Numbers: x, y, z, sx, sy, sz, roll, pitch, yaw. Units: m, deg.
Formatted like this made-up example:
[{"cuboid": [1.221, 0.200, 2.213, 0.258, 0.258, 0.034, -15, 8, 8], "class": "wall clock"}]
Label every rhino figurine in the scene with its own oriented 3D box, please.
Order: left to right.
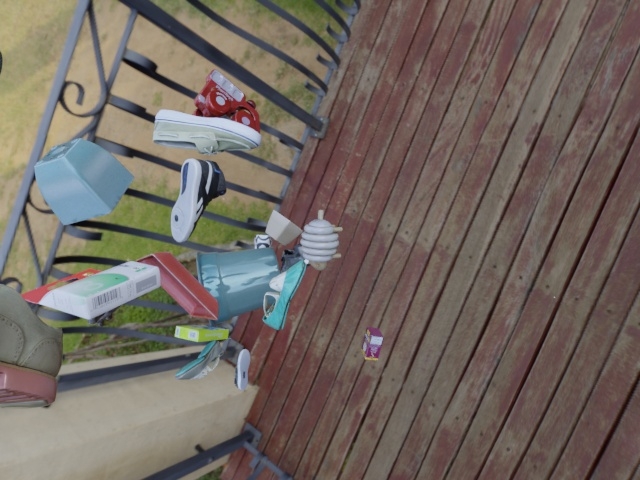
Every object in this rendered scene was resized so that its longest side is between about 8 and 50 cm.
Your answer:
[{"cuboid": [-0.590, 0.173, 1.144, 0.073, 0.243, 0.106, 35, 82, -14], "class": "rhino figurine"}]

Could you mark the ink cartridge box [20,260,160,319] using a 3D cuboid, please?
[{"cuboid": [-0.486, 0.086, 0.878, 0.224, 0.181, 0.056, 11, 110, 23], "class": "ink cartridge box"}]

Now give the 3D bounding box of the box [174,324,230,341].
[{"cuboid": [-0.411, 0.329, 1.485, 0.109, 0.178, 0.043, 3, 83, 28], "class": "box"}]

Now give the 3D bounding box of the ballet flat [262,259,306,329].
[{"cuboid": [-0.119, 0.160, 1.244, 0.087, 0.083, 0.247, 18, 113, -7], "class": "ballet flat"}]

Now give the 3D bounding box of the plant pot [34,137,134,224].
[{"cuboid": [-0.957, -0.252, 1.658, 0.247, 0.252, 0.248, -12, 41, 16], "class": "plant pot"}]

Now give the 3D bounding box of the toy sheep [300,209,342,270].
[{"cuboid": [0.000, 0.000, 0.890, 0.091, 0.091, 0.132, 5, 99, 30], "class": "toy sheep"}]

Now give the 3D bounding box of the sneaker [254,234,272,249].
[{"cuboid": [-0.292, 0.064, 2.102, 0.094, 0.235, 0.153, 7, 80, -12], "class": "sneaker"}]

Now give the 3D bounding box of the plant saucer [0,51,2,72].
[{"cuboid": [-0.782, -0.411, 0.990, 0.119, 0.021, 0.119, -43, 38, 47], "class": "plant saucer"}]

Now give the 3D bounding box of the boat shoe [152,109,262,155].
[{"cuboid": [-0.313, -0.281, 1.152, 0.302, 0.109, 0.094, 11, 83, 7], "class": "boat shoe"}]

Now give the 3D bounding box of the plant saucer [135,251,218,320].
[{"cuboid": [-0.421, 0.130, 1.250, 0.048, 0.259, 0.258, -50, 20, -28], "class": "plant saucer"}]

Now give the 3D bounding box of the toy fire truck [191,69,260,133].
[{"cuboid": [-0.375, -0.549, 1.759, 0.169, 0.302, 0.254, -25, 38, 47], "class": "toy fire truck"}]

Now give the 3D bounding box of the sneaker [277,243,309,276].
[{"cuboid": [-0.112, 0.087, 1.557, 0.106, 0.078, 0.234, 52, 130, 4], "class": "sneaker"}]

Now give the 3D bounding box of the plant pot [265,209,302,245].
[{"cuboid": [-0.158, -0.044, 1.702, 0.109, 0.109, 0.096, 34, 87, 36], "class": "plant pot"}]

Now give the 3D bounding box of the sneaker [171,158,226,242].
[{"cuboid": [-0.300, -0.097, 1.067, 0.079, 0.121, 0.217, 30, 111, 30], "class": "sneaker"}]

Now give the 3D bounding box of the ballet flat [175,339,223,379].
[{"cuboid": [-0.355, 0.376, 1.264, 0.072, 0.213, 0.068, -25, 96, 19], "class": "ballet flat"}]

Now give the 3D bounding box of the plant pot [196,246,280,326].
[{"cuboid": [-0.348, 0.185, 1.871, 0.333, 0.341, 0.341, -11, 75, -10], "class": "plant pot"}]

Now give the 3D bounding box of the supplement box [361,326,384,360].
[{"cuboid": [0.159, 0.318, 1.286, 0.043, 0.055, 0.083, 9, 105, -11], "class": "supplement box"}]

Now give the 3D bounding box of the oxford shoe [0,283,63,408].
[{"cuboid": [-0.507, 0.112, 0.563, 0.140, 0.397, 0.147, -7, 55, 2], "class": "oxford shoe"}]

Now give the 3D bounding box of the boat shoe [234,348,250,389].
[{"cuboid": [-0.273, 0.438, 1.425, 0.040, 0.049, 0.142, 8, 96, 36], "class": "boat shoe"}]
